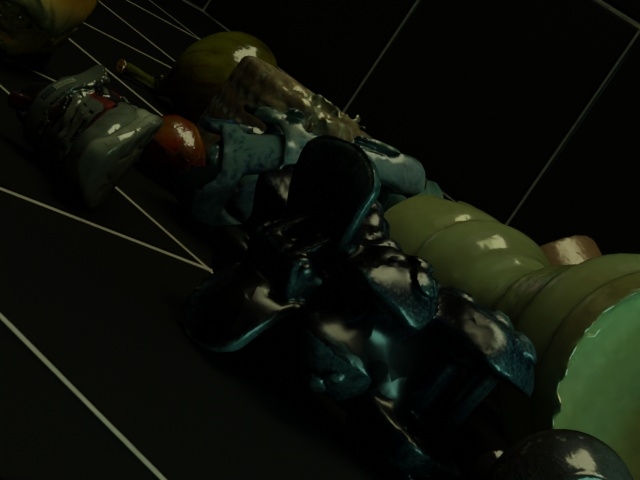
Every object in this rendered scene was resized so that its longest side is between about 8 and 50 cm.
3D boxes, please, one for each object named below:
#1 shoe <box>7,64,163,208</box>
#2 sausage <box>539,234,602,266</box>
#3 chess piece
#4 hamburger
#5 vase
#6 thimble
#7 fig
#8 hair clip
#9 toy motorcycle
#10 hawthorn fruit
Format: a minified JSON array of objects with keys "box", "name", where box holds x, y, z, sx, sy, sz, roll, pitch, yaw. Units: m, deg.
[{"box":[-0.214,-0.107,1.777,0.125,0.099,0.227,41,1,-8],"name":"shoe"},{"box":[0.267,0.125,1.975,0.123,0.123,0.253,24,38,-54],"name":"sausage"},{"box":[0.192,0.086,1.768,0.234,0.234,0.442,30,1,-28],"name":"chess piece"},{"box":[-0.384,-0.319,2.196,0.284,0.174,0.304,46,15,2],"name":"hamburger"},{"box":[0.163,0.196,1.493,0.120,0.120,0.183,32,-7,-13],"name":"vase"},{"box":[-0.049,-0.125,2.442,0.196,0.148,0.229,34,6,2],"name":"thimble"},{"box":[-0.149,-0.200,2.662,0.148,0.186,0.142,-17,93,-56],"name":"fig"},{"box":[0.024,0.045,1.566,0.206,0.194,0.310,37,3,-39],"name":"hair clip"},{"box":[-0.007,-0.047,1.991,0.260,0.154,0.206,14,-24,-24],"name":"toy motorcycle"},{"box":[-0.155,-0.093,2.090,0.077,0.077,0.077,33,8,-5],"name":"hawthorn fruit"}]
